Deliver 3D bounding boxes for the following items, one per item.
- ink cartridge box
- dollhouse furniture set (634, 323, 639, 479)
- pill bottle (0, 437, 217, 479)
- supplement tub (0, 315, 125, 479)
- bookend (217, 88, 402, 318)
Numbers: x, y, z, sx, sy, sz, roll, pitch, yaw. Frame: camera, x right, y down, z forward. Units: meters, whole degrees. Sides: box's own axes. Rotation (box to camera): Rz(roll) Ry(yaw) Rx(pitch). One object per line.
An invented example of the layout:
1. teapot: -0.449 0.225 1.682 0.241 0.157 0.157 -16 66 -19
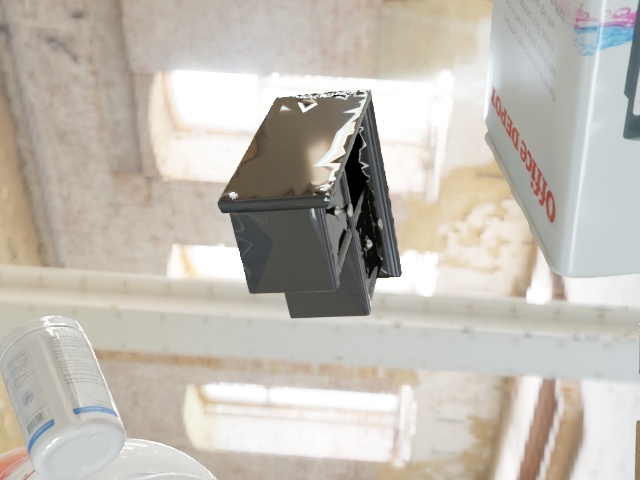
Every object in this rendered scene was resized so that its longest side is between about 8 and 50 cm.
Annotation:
1. ink cartridge box: 0.106 -0.093 0.387 0.127 0.072 0.175 -101 8 -58
2. dollhouse furniture set: 0.515 0.222 1.147 0.174 0.356 0.303 22 -113 -44
3. pill bottle: -0.204 0.294 1.040 0.408 0.229 0.229 -20 63 61
4. supplement tub: -0.193 0.117 0.855 0.071 0.071 0.107 91 155 -49
5. bookend: 0.000 0.000 0.787 0.157 0.072 0.156 -68 -29 -57
